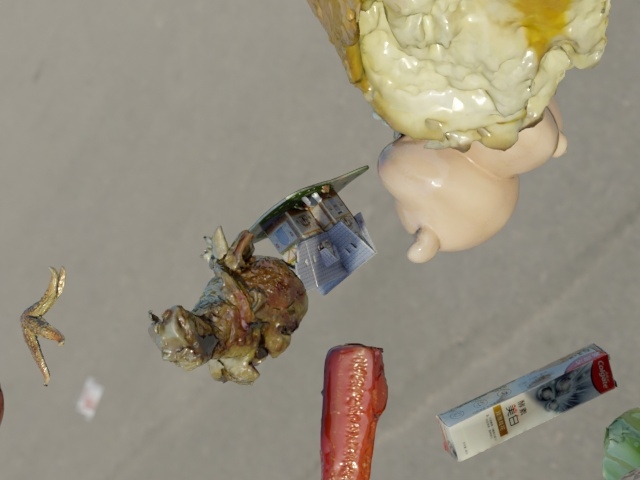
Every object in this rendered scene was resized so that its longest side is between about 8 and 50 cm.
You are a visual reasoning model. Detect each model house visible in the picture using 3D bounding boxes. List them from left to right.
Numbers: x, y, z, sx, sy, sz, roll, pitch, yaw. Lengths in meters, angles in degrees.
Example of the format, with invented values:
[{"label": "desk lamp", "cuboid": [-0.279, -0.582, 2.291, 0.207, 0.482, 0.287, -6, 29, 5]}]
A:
[{"label": "model house", "cuboid": [0.000, 0.000, 1.819, 0.117, 0.167, 0.088, -40, 81, 30]}]

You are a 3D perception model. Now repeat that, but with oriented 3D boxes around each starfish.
[{"label": "starfish", "cuboid": [-0.330, 0.103, 2.058, 0.130, 0.041, 0.133, 143, 134, -57]}]

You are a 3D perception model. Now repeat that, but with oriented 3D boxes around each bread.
[{"label": "bread", "cuboid": [0.079, -0.305, 1.685, 0.361, 0.250, 0.394, 86, 158, -60]}]

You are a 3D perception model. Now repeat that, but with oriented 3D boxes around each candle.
[{"label": "candle", "cuboid": [0.025, 0.156, 1.330, 0.048, 0.053, 0.162, -6, 76, 57]}]

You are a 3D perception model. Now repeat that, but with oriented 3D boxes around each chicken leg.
[{"label": "chicken leg", "cuboid": [-0.080, 0.068, 1.486, 0.080, 0.125, 0.196, -13, 23, 29]}]

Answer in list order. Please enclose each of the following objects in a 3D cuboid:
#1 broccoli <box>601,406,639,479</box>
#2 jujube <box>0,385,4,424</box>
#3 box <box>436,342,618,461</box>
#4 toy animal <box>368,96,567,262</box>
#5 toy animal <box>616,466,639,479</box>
[{"label": "broccoli", "cuboid": [0.446, 0.315, 1.890, 0.277, 0.338, 0.317, -68, 26, 11]}, {"label": "jujube", "cuboid": [-0.290, 0.100, 1.164, 0.176, 0.112, 0.109, 8, 112, 26]}, {"label": "box", "cuboid": [0.243, 0.190, 2.091, 0.218, 0.055, 0.039, -24, 26, -13]}, {"label": "toy animal", "cuboid": [0.184, -0.111, 2.112, 0.221, 0.229, 0.210, -12, 13, 19]}, {"label": "toy animal", "cuboid": [0.337, 0.292, 1.448, 0.188, 0.358, 0.226, 142, 132, -72]}]
